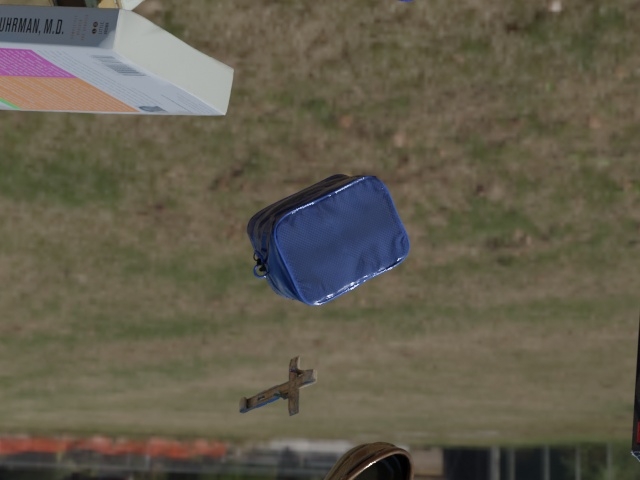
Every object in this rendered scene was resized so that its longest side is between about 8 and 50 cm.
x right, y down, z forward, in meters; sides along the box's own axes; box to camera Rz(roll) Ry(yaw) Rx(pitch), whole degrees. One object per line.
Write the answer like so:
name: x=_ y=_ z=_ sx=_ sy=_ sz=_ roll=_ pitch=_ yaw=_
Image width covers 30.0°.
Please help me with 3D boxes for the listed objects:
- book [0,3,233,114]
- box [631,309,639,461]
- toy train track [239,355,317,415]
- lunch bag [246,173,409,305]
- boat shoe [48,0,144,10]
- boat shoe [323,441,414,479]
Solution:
book: x=-0.127 y=-0.086 z=0.563 sx=0.144 sy=0.035 sz=0.096 roll=8 pitch=174 yaw=26
box: x=0.275 y=0.080 z=0.836 sx=0.044 sy=0.233 sz=0.159 roll=-13 pitch=137 yaw=34
toy train track: x=-0.036 y=0.115 z=0.920 sx=0.014 sy=0.048 sz=0.083 roll=28 pitch=139 yaw=-36
lunch bag: x=0.000 y=0.000 z=0.790 sx=0.098 sy=0.067 sz=0.065 roll=-25 pitch=-169 yaw=-17
boat shoe: x=-0.135 y=-0.184 z=0.679 sx=0.072 sy=0.190 sz=0.068 roll=-21 pitch=143 yaw=-10
boat shoe: x=0.011 y=0.378 z=1.484 sx=0.123 sy=0.324 sz=0.116 roll=37 pitch=152 yaw=-6
